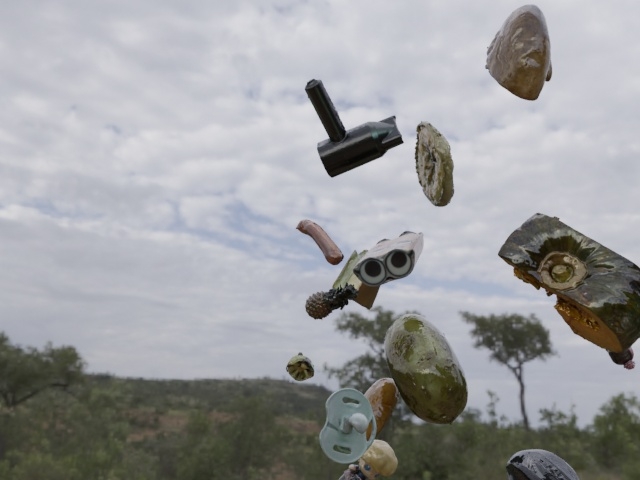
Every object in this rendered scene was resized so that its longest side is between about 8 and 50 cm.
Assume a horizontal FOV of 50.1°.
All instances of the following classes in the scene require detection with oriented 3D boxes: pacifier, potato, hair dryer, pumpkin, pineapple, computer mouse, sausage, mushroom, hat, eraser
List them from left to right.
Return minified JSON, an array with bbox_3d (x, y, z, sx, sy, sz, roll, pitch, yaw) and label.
[{"bbox_3d":[-0.059,0.378,2.066,0.076,0.059,0.077,-29,-67,17],"label":"hat"},{"bbox_3d":[-0.001,0.000,1.604,0.040,0.047,0.177,10,26,-40],"label":"sausage"},{"bbox_3d":[0.029,0.150,1.744,0.074,0.074,0.159,15,-30,-38],"label":"pineapple"},{"bbox_3d":[0.080,-0.346,1.946,0.244,0.116,0.302,-24,-55,11],"label":"hair dryer"},{"bbox_3d":[0.068,0.374,1.381,0.127,0.150,0.116,26,-25,-14],"label":"pacifier"},{"bbox_3d":[0.196,0.046,1.877,0.171,0.087,0.290,-17,5,16],"label":"eraser"},{"bbox_3d":[0.261,0.317,1.736,0.173,0.307,0.210,-29,-47,3],"label":"potato"},{"bbox_3d":[0.479,-0.459,1.594,0.156,0.285,0.151,9,-44,-3],"label":"mushroom"},{"bbox_3d":[0.432,0.449,1.343,0.099,0.057,0.172,-12,8,-23],"label":"computer mouse"},{"bbox_3d":[0.495,0.084,1.309,0.280,0.139,0.190,38,-6,30],"label":"pumpkin"}]

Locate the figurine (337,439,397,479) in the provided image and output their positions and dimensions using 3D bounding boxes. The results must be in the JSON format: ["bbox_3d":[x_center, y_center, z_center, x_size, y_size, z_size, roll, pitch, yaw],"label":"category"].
[{"bbox_3d":[0.128,0.660,1.973,0.196,0.114,0.108,-38,-4,-5],"label":"figurine"}]

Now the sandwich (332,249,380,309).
[{"bbox_3d":[0.156,0.134,2.425,0.108,0.186,0.220,31,-4,26],"label":"sandwich"}]

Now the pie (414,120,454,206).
[{"bbox_3d":[0.346,-0.236,2.112,0.055,0.274,0.274,-12,-14,-8],"label":"pie"}]

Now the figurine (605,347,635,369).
[{"bbox_3d":[0.716,0.263,1.661,0.054,0.072,0.129,-22,11,7],"label":"figurine"}]

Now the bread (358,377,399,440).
[{"bbox_3d":[0.145,0.436,1.814,0.114,0.189,0.077,-20,-63,46],"label":"bread"}]
